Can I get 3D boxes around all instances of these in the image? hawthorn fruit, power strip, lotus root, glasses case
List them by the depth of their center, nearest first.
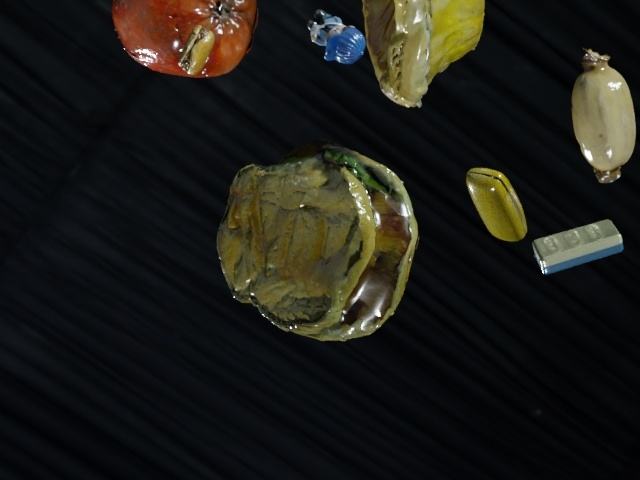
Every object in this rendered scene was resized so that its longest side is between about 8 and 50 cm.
[{"bbox_3d":[0.301,-0.135,1.300,0.062,0.150,0.073,0,-158,33],"label":"lotus root"},{"bbox_3d":[0.369,0.007,1.758,0.123,0.032,0.056,-17,-149,3],"label":"power strip"},{"bbox_3d":[0.332,-0.064,2.286,0.079,0.234,0.064,15,-110,28],"label":"glasses case"},{"bbox_3d":[-0.284,-0.435,2.343,0.307,0.276,0.276,-3,-136,34],"label":"hawthorn fruit"}]

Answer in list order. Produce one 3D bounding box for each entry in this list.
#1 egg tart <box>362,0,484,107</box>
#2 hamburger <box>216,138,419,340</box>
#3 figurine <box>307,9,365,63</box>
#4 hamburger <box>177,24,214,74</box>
[{"bbox_3d":[0.133,-0.369,1.651,0.388,0.169,0.387,175,-90,-89],"label":"egg tart"},{"bbox_3d":[0.000,-0.002,1.703,0.134,0.285,0.265,-8,121,-48],"label":"hamburger"},{"bbox_3d":[0.029,-0.411,2.492,0.086,0.087,0.149,-52,-138,10],"label":"figurine"},{"bbox_3d":[-0.207,-0.318,2.054,0.083,0.044,0.076,-61,-179,10],"label":"hamburger"}]
